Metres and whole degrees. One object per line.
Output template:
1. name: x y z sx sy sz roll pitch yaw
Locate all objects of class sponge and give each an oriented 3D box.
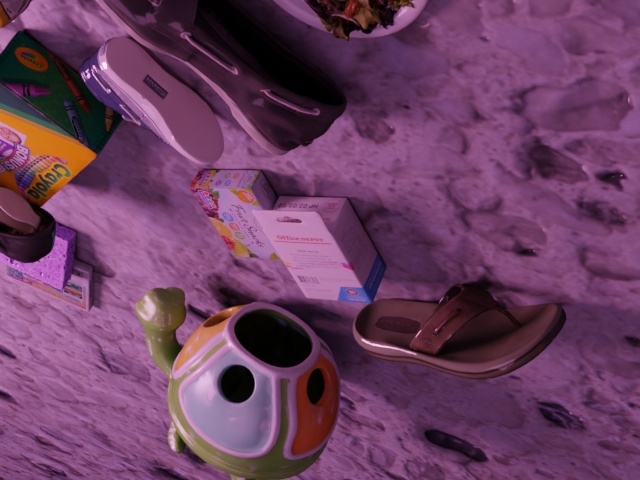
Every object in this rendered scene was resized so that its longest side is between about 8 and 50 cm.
1. sponge: -0.487 -0.009 1.755 0.210 0.031 0.117 24 135 3

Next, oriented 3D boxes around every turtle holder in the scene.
1. turtle holder: -0.109 0.190 1.659 0.320 0.243 0.227 54 144 32

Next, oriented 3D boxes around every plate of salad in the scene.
1. plate of salad: 0.008 -0.260 1.050 0.199 0.048 0.200 17 147 12

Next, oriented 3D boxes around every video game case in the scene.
1. video game case: -0.451 0.051 1.851 0.157 0.019 0.143 23 149 2

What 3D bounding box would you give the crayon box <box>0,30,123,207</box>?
1. crayon box: -0.390 -0.142 1.466 0.165 0.081 0.278 37 146 -18

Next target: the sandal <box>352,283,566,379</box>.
1. sandal: 0.161 0.104 1.420 0.302 0.120 0.086 0 127 35

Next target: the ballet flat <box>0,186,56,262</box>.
1. ballet flat: -0.475 -0.066 1.484 0.280 0.095 0.096 27 141 -20

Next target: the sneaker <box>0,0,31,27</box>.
1. sneaker: -0.425 -0.287 1.267 0.225 0.093 0.088 7 144 28

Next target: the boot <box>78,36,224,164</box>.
1. boot: -0.200 -0.160 1.334 0.190 0.069 0.086 48 150 -19

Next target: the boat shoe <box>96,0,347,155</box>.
1. boat shoe: -0.105 -0.219 1.148 0.095 0.112 0.335 -27 129 31

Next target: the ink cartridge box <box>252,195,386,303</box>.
1. ink cartridge box: 0.000 0.000 1.421 0.104 0.062 0.181 3 142 31

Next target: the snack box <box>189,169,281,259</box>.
1. snack box: -0.096 -0.033 1.462 0.100 0.037 0.141 2 141 31
